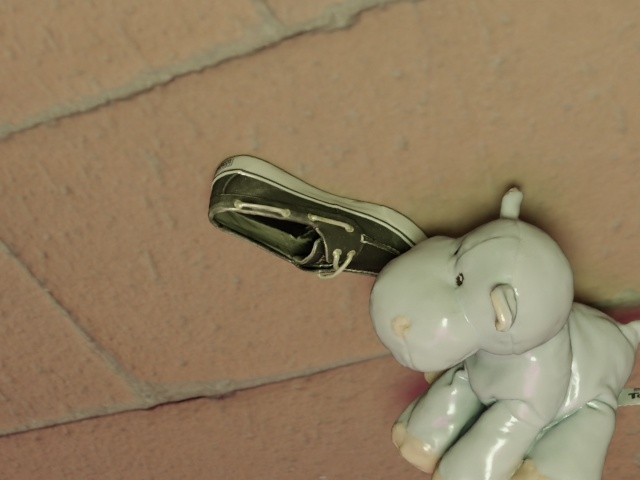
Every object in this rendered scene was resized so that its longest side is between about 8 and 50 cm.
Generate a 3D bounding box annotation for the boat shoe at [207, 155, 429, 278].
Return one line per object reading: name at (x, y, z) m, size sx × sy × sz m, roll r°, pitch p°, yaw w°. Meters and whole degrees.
boat shoe at (0.000, 0.000, 1.135) m, size 0.219 × 0.070 × 0.078 m, roll 21°, pitch 136°, yaw -14°

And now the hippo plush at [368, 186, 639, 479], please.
hippo plush at (0.167, 0.106, 1.089) m, size 0.294 × 0.234 × 0.236 m, roll -12°, pitch 139°, yaw 23°
